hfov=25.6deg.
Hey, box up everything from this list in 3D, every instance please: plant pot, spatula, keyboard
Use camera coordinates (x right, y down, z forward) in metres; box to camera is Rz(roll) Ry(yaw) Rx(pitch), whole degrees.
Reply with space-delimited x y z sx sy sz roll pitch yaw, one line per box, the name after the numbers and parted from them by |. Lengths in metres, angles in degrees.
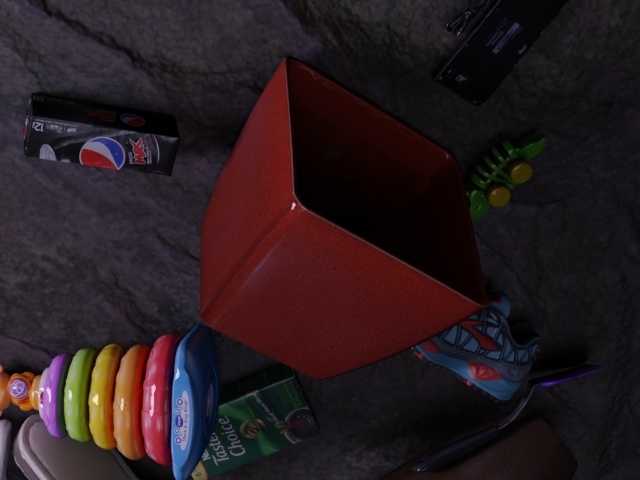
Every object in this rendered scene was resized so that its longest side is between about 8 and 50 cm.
0.000 0.000 1.613 0.267 0.267 0.236 29 124 -26 | plant pot
0.246 0.231 1.862 0.296 0.084 0.030 -32 94 -14 | spatula
0.230 0.340 1.908 0.230 0.215 0.215 -39 122 -4 | plant pot
0.200 -0.246 1.629 0.108 0.023 0.180 26 112 -32 | keyboard

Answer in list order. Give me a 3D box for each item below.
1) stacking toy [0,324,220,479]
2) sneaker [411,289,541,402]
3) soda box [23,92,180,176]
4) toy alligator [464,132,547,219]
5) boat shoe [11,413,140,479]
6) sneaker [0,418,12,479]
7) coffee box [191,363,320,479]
-0.284 0.189 1.731 0.301 0.166 0.175 4 99 5 | stacking toy
0.182 0.103 1.810 0.262 0.104 0.125 31 101 -36 | sneaker
-0.247 -0.118 1.584 0.169 0.060 0.053 7 120 -17 | soda box
0.199 -0.067 1.718 0.051 0.056 0.190 32 110 -27 | toy alligator
-0.282 0.343 1.838 0.324 0.117 0.096 39 134 -25 | boat shoe
-0.455 0.315 1.810 0.094 0.080 0.212 10 112 -5 | sneaker
-0.103 0.241 1.852 0.184 0.040 0.113 -21 123 1 | coffee box
